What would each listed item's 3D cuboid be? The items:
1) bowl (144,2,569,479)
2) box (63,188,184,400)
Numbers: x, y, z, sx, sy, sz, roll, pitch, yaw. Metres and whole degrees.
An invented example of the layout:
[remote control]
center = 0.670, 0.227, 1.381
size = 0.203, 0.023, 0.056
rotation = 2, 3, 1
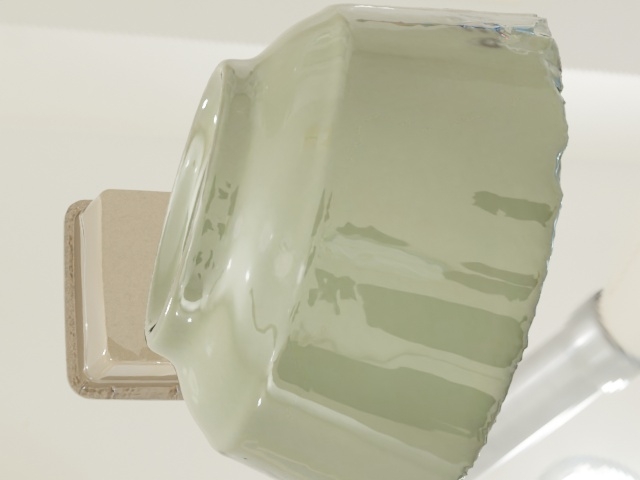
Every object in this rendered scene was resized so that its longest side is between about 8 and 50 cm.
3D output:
[bowl]
center = 0.000, 0.000, 0.543
size = 0.112, 0.211, 0.211
rotation = 14, -135, -11
[box]
center = -0.099, 0.028, 0.823
size = 0.089, 0.062, 0.122
rotation = 3, -110, -24
